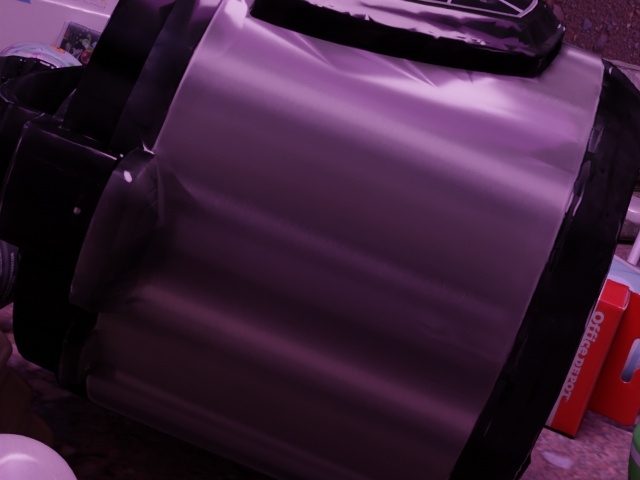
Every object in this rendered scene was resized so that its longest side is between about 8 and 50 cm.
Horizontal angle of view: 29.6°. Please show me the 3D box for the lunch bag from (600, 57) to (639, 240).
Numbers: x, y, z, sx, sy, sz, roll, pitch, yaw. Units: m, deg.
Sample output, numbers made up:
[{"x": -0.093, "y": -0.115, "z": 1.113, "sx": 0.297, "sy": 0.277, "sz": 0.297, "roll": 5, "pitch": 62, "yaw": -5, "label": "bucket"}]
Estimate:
[{"x": 0.397, "y": -0.151, "z": 1.804, "sx": 0.305, "sy": 0.256, "sz": 0.212, "roll": 4, "pitch": 22, "yaw": -32, "label": "lunch bag"}]

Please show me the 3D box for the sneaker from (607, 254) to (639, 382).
[{"x": 0.289, "y": 0.081, "z": 1.231, "sx": 0.365, "sy": 0.135, "sz": 0.150, "roll": 13, "pitch": 15, "yaw": -8, "label": "sneaker"}]

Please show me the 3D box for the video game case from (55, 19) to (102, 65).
[{"x": -0.226, "y": -0.116, "z": 1.267, "sx": 0.173, "sy": 0.190, "sz": 0.022, "roll": 22, "pitch": 2, "yaw": 16, "label": "video game case"}]

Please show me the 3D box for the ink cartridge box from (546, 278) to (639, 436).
[{"x": 0.199, "y": 0.088, "z": 1.127, "sx": 0.231, "sy": 0.134, "sz": 0.078, "roll": 21, "pitch": 18, "yaw": 14, "label": "ink cartridge box"}]

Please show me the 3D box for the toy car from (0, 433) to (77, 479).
[{"x": -0.194, "y": 0.174, "z": 0.558, "sx": 0.182, "sy": 0.159, "sz": 0.136, "roll": 4, "pitch": 57, "yaw": -32, "label": "toy car"}]

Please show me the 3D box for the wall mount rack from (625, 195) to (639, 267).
[{"x": 0.306, "y": -0.009, "z": 1.539, "sx": 0.350, "sy": 0.131, "sz": 0.304, "roll": 22, "pitch": 16, "yaw": 17, "label": "wall mount rack"}]

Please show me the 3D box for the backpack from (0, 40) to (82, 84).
[{"x": -0.290, "y": -0.102, "z": 1.176, "sx": 0.152, "sy": 0.182, "sz": 0.115, "roll": 13, "pitch": 18, "yaw": -9, "label": "backpack"}]

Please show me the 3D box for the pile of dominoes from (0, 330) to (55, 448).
[{"x": -0.269, "y": 0.072, "z": 0.737, "sx": 0.251, "sy": 0.040, "sz": 0.196, "roll": 63, "pitch": 22, "yaw": 0, "label": "pile of dominoes"}]

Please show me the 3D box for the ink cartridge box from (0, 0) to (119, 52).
[{"x": -0.353, "y": -0.219, "z": 1.436, "sx": 0.198, "sy": 0.197, "sz": 0.270, "roll": 13, "pitch": 18, "yaw": -11, "label": "ink cartridge box"}]

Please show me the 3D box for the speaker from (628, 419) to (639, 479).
[{"x": 0.358, "y": 0.088, "z": 1.004, "sx": 0.131, "sy": 0.297, "sz": 0.131, "roll": 15, "pitch": 18, "yaw": -5, "label": "speaker"}]

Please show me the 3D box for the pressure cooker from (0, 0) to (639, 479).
[{"x": -0.028, "y": -0.022, "z": 0.856, "sx": 0.420, "sy": 0.370, "sz": 0.376, "roll": 22, "pitch": 63, "yaw": 3, "label": "pressure cooker"}]

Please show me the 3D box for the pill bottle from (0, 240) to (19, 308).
[{"x": -0.315, "y": 0.023, "z": 0.874, "sx": 0.130, "sy": 0.130, "sz": 0.245, "roll": 20, "pitch": 18, "yaw": 11, "label": "pill bottle"}]
